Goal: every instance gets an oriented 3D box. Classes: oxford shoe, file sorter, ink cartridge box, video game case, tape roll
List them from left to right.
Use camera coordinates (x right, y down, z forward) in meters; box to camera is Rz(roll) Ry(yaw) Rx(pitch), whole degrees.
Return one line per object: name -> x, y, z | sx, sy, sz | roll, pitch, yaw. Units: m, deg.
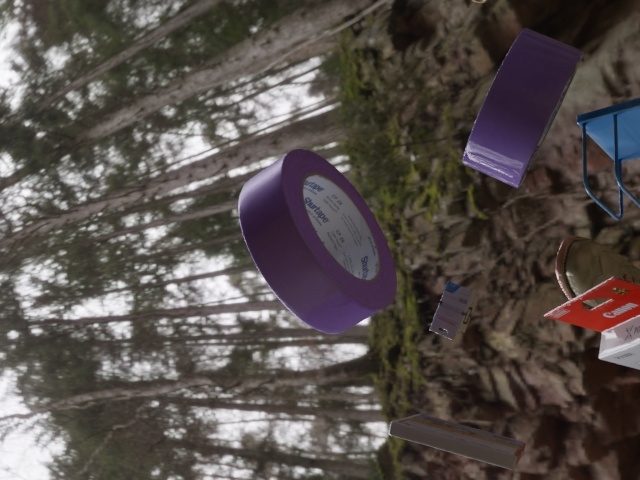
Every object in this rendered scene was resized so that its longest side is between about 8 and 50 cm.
tape roll -> 0.000, 0.000, 1.344 | 0.275, 0.090, 0.275 | 43, -152, -30
ink cartridge box -> 0.211, 0.113, 1.397 | 0.028, 0.048, 0.083 | 23, -91, -55
video game case -> 0.241, 0.339, 1.515 | 0.285, 0.204, 0.025 | 27, -104, -72
tape roll -> 0.257, -0.167, 1.127 | 0.080, 0.189, 0.189 | 25, -116, 12
oxford shoe -> 0.627, 0.091, 1.819 | 0.397, 0.146, 0.140 | 25, -101, -39
ink cartridge box -> 0.538, 0.150, 1.490 | 0.238, 0.275, 0.060 | 14, -110, -6
file sorter -> 0.406, -0.100, 1.041 | 0.118, 0.170, 0.104 | 30, -122, -43

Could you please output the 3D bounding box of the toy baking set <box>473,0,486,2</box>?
toy baking set -> 0.233, -0.456, 1.489 | 0.256, 0.197, 0.030 | 9, -107, -3
